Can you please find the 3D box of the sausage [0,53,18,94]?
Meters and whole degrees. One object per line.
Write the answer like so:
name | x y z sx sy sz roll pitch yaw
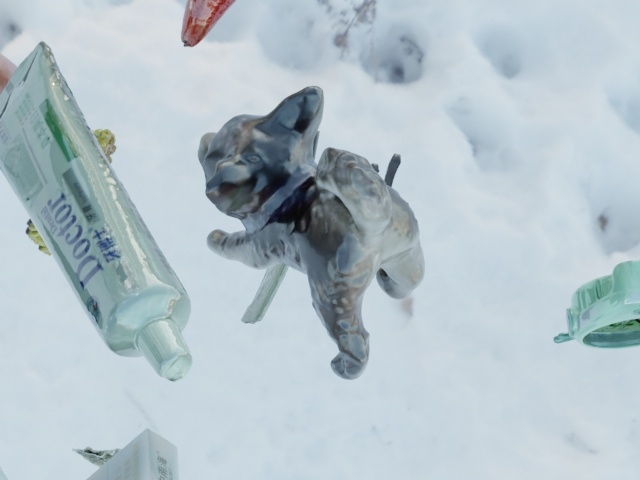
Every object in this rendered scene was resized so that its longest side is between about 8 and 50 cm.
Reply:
sausage | -0.375 -0.172 1.216 0.077 0.194 0.077 -1 80 8

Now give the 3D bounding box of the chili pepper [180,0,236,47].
chili pepper | -0.072 -0.321 1.111 0.071 0.063 0.272 34 98 -32

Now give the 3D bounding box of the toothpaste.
toothpaste | -0.112 -0.015 0.488 0.041 0.064 0.218 22 23 -49

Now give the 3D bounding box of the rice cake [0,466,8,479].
rice cake | -0.173 0.063 0.378 0.226 0.085 0.040 55 28 7

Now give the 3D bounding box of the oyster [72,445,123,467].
oyster | -0.362 0.351 1.684 0.100 0.098 0.037 20 70 -51

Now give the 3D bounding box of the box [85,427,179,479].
box | -0.311 0.407 1.526 0.067 0.243 0.155 41 16 -28

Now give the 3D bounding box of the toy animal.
toy animal | -0.025 -0.049 1.239 0.194 0.302 0.344 -41 57 -21

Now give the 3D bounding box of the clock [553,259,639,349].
clock | 0.383 0.089 1.310 0.159 0.211 0.066 7 65 -25

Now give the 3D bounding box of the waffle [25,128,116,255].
waffle | -0.409 -0.081 1.733 0.051 0.231 0.228 27 79 -3

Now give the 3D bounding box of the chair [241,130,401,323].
chair | 0.000 0.000 1.692 0.186 0.160 0.319 15 84 -12
